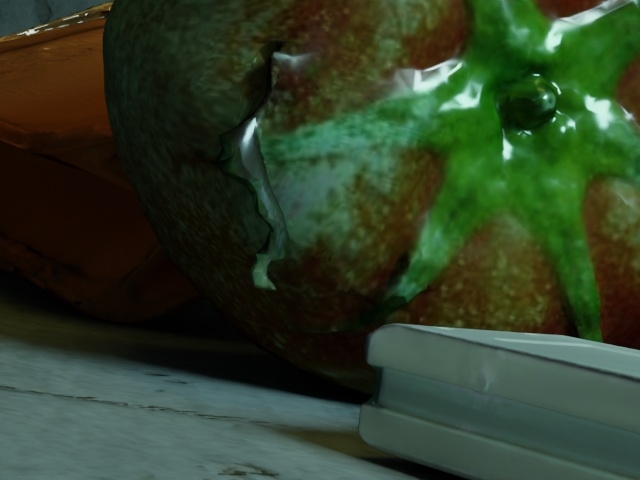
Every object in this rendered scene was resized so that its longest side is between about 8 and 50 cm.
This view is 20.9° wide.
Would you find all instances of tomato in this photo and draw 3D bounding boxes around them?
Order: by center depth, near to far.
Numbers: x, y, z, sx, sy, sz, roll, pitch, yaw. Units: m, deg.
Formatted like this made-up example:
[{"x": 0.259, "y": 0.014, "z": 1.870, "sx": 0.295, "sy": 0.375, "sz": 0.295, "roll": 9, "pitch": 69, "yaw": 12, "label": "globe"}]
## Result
[{"x": 0.049, "y": -0.068, "z": 0.822, "sx": 0.304, "sy": 0.303, "sz": 0.239, "roll": 9, "pitch": 4, "yaw": -20, "label": "tomato"}]

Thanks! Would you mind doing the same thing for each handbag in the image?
[{"x": -0.099, "y": -0.078, "z": 1.119, "sx": 0.304, "sy": 0.116, "sz": 0.410, "roll": -18, "pitch": 20, "yaw": -25, "label": "handbag"}]

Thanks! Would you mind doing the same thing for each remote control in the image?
[{"x": 0.144, "y": 0.075, "z": 0.559, "sx": 0.103, "sy": 0.055, "sz": 0.277, "roll": 7, "pitch": 2, "yaw": -44, "label": "remote control"}]
